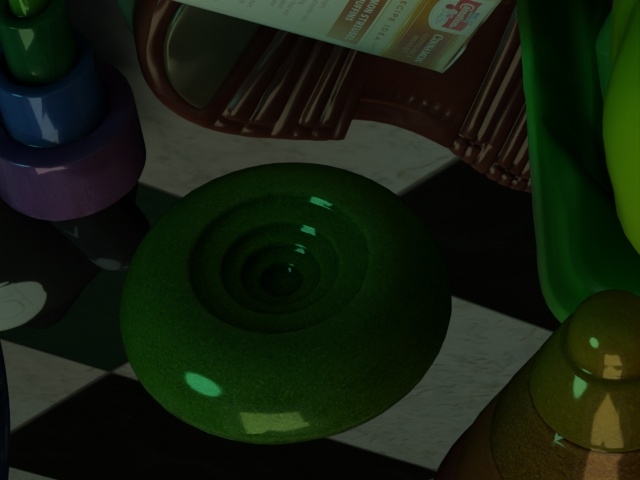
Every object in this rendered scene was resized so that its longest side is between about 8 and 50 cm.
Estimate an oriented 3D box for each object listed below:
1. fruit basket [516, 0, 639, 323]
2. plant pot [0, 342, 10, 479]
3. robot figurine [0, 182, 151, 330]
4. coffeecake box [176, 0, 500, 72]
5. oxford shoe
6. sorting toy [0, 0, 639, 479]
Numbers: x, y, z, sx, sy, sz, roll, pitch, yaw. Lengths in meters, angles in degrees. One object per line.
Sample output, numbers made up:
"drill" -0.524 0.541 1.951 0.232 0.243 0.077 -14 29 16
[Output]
"fruit basket" 0.207 -0.094 0.564 0.392 0.283 0.392 -3 166 -1
"plant pot" -0.350 0.057 1.131 0.236 0.212 0.236 -5 152 27
"robot figurine" -0.201 -0.058 0.899 0.209 0.174 0.278 -11 151 13
"coffeecake box" -0.019 -0.162 0.653 0.185 0.142 0.068 14 156 -13
"oxford shoe" 0.062 -0.112 0.806 0.348 0.130 0.123 10 122 -33
"sorting toy" 0.000 0.000 0.586 0.365 0.127 0.126 34 151 29
